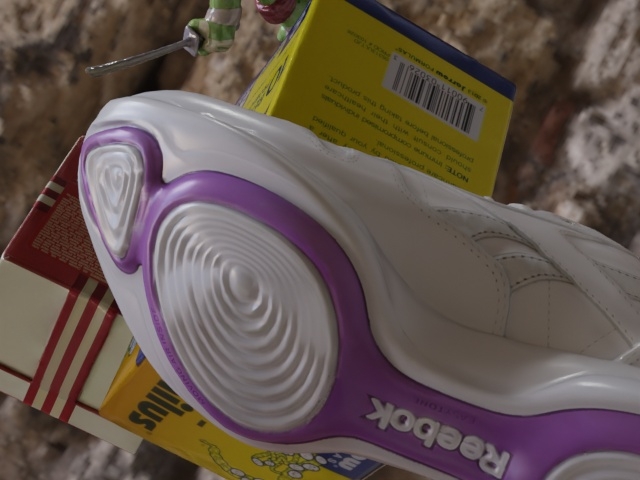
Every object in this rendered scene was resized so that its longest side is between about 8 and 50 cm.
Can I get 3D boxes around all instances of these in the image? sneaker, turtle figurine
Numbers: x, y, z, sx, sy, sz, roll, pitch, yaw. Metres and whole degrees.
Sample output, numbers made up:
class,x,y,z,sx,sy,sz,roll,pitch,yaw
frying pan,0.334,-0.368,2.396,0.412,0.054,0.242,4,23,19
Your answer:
class,x,y,z,sx,sy,sz,roll,pitch,yaw
sneaker,0.044,0.031,0.520,0.114,0.305,0.152,-62,-5,29
turtle figurine,-0.116,-0.274,1.270,0.274,0.198,0.266,-51,-33,8

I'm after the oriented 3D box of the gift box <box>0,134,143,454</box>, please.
class,x,y,z,sx,sy,sz,roll,pitch,yaw
gift box,-0.237,0.064,1.500,0.258,0.255,0.276,-59,2,43

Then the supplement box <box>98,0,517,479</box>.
class,x,y,z,sx,sy,sz,roll,pitch,yaw
supplement box,0.000,0.000,1.014,0.194,0.195,0.356,-48,18,48
